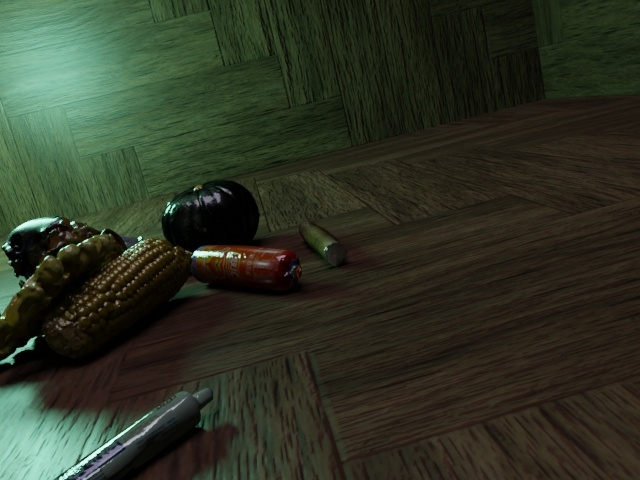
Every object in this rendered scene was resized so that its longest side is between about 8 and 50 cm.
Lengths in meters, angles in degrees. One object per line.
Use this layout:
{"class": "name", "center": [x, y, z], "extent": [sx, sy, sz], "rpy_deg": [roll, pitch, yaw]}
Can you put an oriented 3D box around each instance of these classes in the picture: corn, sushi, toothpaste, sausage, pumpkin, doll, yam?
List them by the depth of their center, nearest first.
{"class": "toothpaste", "center": [-0.190, 0.203, 0.566], "extent": [0.060, 0.038, 0.233], "rpy_deg": [-5, 18, 46]}
{"class": "corn", "center": [-0.317, 0.084, 1.005], "extent": [0.119, 0.119, 0.322], "rpy_deg": [-8, 20, 21]}
{"class": "sausage", "center": [-0.122, 0.046, 1.056], "extent": [0.274, 0.074, 0.074], "rpy_deg": [2, 20, 45]}
{"class": "yam", "center": [0.000, 0.000, 1.177], "extent": [0.046, 0.046, 0.264], "rpy_deg": [-16, 14, -9]}
{"class": "sushi", "center": [-0.475, 0.046, 1.189], "extent": [0.204, 0.213, 0.200], "rpy_deg": [-30, 39, -10]}
{"class": "pumpkin", "center": [-0.244, -0.047, 1.367], "extent": [0.220, 0.162, 0.220], "rpy_deg": [-18, 13, 4]}
{"class": "doll", "center": [-0.492, 0.044, 1.438], "extent": [0.180, 0.079, 0.094], "rpy_deg": [-36, 38, -28]}

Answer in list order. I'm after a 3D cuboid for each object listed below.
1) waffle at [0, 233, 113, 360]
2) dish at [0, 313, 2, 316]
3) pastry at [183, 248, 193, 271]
{"class": "waffle", "center": [-0.434, 0.091, 0.974], "extent": [0.261, 0.056, 0.250], "rpy_deg": [-50, 6, 5]}
{"class": "dish", "center": [-0.727, 0.099, 1.122], "extent": [0.181, 0.243, 0.080], "rpy_deg": [-9, 31, 18]}
{"class": "pastry", "center": [-0.317, 0.048, 1.277], "extent": [0.080, 0.056, 0.140], "rpy_deg": [-33, 19, -30]}
